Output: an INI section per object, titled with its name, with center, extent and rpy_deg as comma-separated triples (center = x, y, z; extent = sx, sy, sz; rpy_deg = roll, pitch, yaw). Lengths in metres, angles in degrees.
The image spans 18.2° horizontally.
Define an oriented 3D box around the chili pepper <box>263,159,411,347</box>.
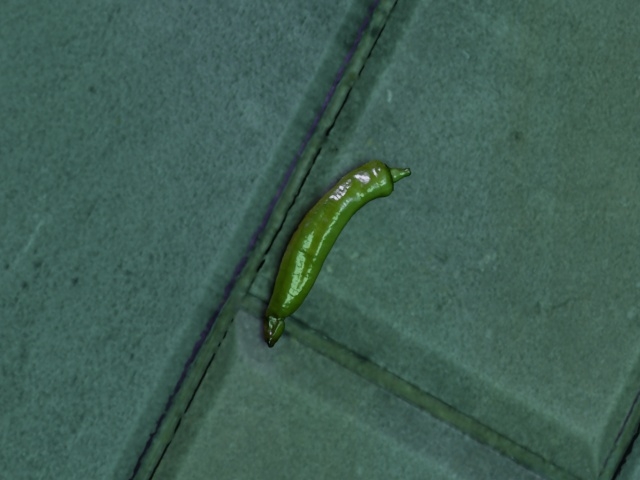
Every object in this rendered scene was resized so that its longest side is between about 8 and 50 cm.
[chili pepper]
center = -0.001, -0.001, 1.808
extent = 0.208, 0.043, 0.049
rpy_deg = -50, 138, -8
